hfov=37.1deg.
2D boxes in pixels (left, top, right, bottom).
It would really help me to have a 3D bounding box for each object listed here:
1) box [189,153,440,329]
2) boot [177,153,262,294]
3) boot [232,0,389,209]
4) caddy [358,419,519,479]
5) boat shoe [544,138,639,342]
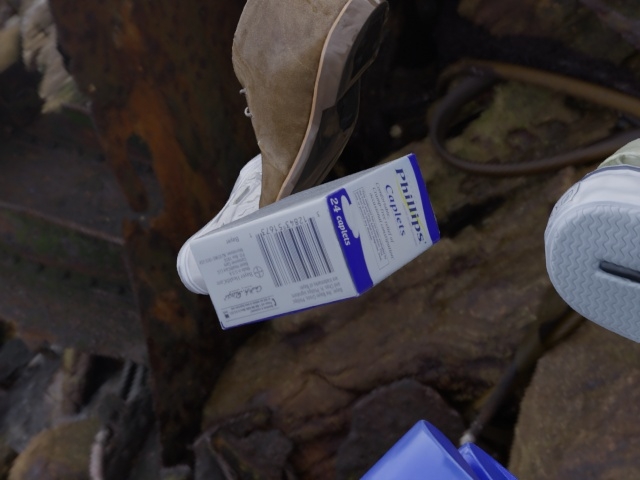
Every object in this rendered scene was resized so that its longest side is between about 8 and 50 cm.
[{"bbox_3d":[0.000,0.000,0.694,0.126,0.072,0.137,-16,8,35],"label":"box"},{"bbox_3d":[-0.057,-0.032,1.145,0.123,0.095,0.258,-12,33,42],"label":"boot"},{"bbox_3d":[-0.029,-0.131,0.922,0.115,0.305,0.112,30,49,10],"label":"boot"},{"bbox_3d":[0.143,0.315,0.803,0.179,0.241,0.341,-51,52,4],"label":"caddy"},{"bbox_3d":[0.247,0.021,0.390,0.302,0.109,0.094,23,48,21],"label":"boat shoe"}]
